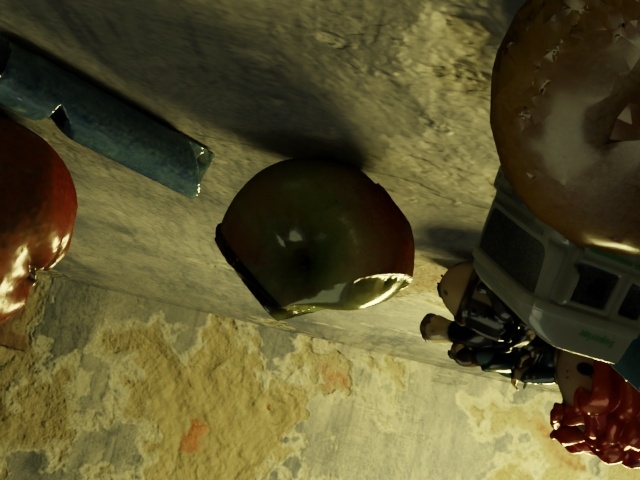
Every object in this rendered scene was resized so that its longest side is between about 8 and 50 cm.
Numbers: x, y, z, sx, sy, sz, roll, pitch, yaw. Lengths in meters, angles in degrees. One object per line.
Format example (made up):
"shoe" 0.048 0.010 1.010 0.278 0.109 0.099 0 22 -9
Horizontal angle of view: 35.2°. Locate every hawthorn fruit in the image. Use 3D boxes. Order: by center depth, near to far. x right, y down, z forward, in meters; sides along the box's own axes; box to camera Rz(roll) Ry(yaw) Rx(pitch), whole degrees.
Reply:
"hawthorn fruit" -0.443 -0.042 1.182 0.298 0.277 0.277 46 159 -15

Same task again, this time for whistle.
"whistle" -0.214 -0.116 1.014 0.062 0.062 0.304 5 166 36

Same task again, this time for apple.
"apple" 0.000 0.000 1.063 0.207 0.174 0.188 7 -173 21

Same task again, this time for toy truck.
"toy truck" 0.296 0.032 0.774 0.367 0.175 0.146 19 -167 -19

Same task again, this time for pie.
"pie" 0.221 -0.067 0.545 0.273 0.069 0.273 4 145 3

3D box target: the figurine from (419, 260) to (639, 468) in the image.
"figurine" 0.331 0.150 1.386 0.411 0.241 0.306 28 150 20
